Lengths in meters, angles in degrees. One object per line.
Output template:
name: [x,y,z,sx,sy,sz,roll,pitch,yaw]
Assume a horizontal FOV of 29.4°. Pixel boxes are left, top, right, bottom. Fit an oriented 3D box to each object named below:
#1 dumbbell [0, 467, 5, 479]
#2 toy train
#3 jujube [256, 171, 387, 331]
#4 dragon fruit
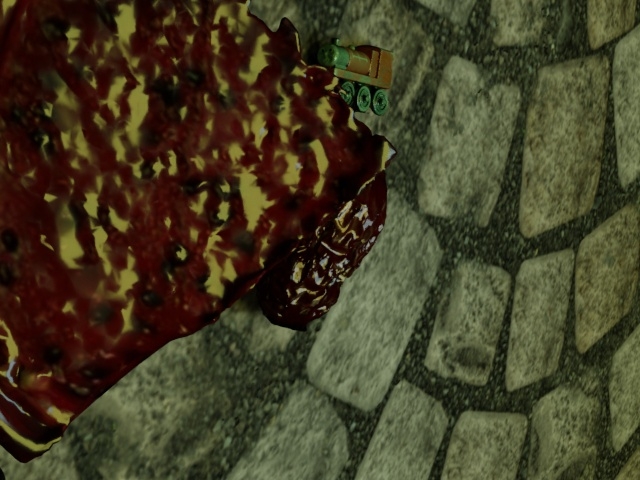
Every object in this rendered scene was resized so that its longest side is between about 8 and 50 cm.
dumbbell: [-0.273,0.220,0.739,0.143,0.143,0.325,-2,103,-52]
toy train: [0.027,-0.147,1.093,0.103,0.044,0.064,1,98,-55]
jujube: [-0.003,-0.002,1.058,0.104,0.104,0.166,40,71,-51]
dragon fruit: [-0.164,-0.041,0.848,0.286,0.228,0.329,43,86,-16]
